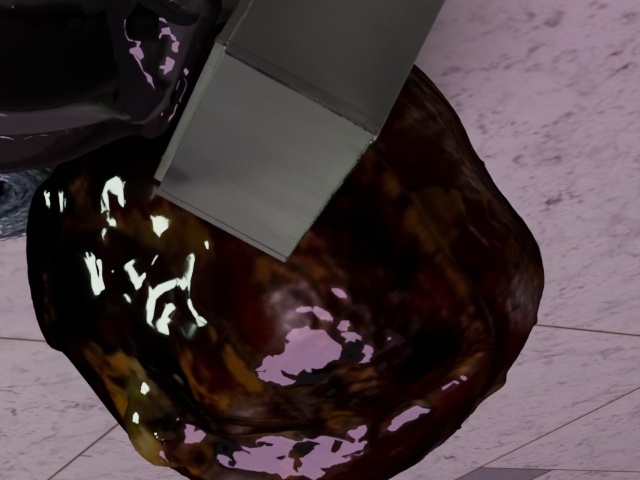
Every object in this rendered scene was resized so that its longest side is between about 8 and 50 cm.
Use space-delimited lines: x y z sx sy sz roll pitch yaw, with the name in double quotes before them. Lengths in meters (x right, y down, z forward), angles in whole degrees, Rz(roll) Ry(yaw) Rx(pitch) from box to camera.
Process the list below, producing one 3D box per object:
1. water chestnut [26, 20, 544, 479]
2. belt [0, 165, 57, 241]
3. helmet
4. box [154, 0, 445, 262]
"water chestnut" 0.000 0.000 0.891 0.347 0.335 0.335 -32 171 -37
"belt" -0.253 -0.050 0.913 0.163 0.082 0.147 -15 150 11
"helmet" -0.160 -0.159 0.604 0.225 0.177 0.305 12 160 -25
"box" 0.009 -0.119 0.679 0.086 0.225 0.129 29 146 -5
